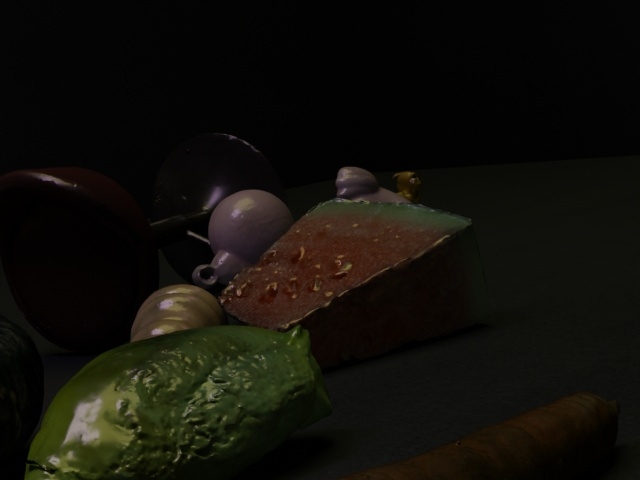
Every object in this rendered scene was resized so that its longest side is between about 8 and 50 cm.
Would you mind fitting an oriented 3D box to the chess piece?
[{"bbox_3d":[-0.139,0.101,1.173,0.094,0.094,0.170,-8,10,4],"label":"chess piece"}]

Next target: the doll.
[{"bbox_3d":[0.000,0.000,1.540,0.365,0.160,0.094,-15,3,-36],"label":"doll"}]

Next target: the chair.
[{"bbox_3d":[-0.225,-0.001,1.549,0.227,0.226,0.401,-5,7,28],"label":"chair"}]

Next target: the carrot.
[{"bbox_3d":[0.091,0.135,0.702,0.070,0.070,0.342,-3,3,38],"label":"carrot"}]

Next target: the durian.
[{"bbox_3d":[-0.105,0.120,0.895,0.250,0.101,0.139,-13,8,-33],"label":"durian"}]

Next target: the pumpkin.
[{"bbox_3d":[-0.323,0.116,1.001,0.212,0.152,0.211,-8,12,2],"label":"pumpkin"}]

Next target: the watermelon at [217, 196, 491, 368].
[{"bbox_3d":[0.014,0.059,1.255,0.193,0.139,0.257,5,24,45],"label":"watermelon"}]
